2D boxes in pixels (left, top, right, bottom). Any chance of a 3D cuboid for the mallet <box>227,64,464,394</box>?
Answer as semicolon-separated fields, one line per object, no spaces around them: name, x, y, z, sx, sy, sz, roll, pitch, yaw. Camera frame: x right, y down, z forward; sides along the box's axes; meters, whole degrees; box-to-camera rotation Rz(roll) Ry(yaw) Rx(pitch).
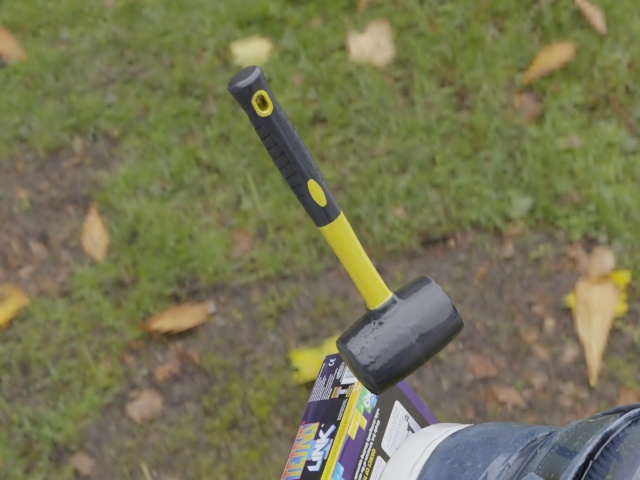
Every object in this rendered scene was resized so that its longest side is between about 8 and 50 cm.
mallet;0.000;0.000;0.845;0.062;0.190;0.039;-44;32;-6

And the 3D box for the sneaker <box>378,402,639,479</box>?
sneaker;0.064;0.154;0.488;0.163;0.086;0.226;-17;58;55

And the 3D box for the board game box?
board game box;0.033;0.180;1.162;0.048;0.141;0.170;-12;40;35
